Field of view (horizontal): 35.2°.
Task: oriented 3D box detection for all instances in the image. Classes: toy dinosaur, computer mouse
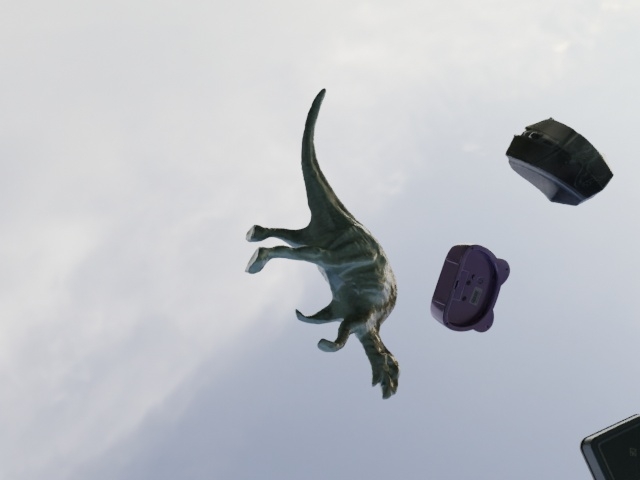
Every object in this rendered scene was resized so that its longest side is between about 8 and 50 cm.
[{"bbox_3d":[0.000,0.000,1.236,0.205,0.092,0.393,8,-119,-20],"label":"toy dinosaur"},{"bbox_3d":[0.408,-0.147,1.736,0.126,0.071,0.231,-39,-135,-2],"label":"computer mouse"}]

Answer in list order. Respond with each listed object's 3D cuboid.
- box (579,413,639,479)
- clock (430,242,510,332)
[{"bbox_3d":[0.440,0.305,1.441,0.126,0.031,0.091,-17,-103,-23],"label":"box"},{"bbox_3d":[0.257,0.083,1.738,0.110,0.152,0.050,18,-179,-28],"label":"clock"}]
